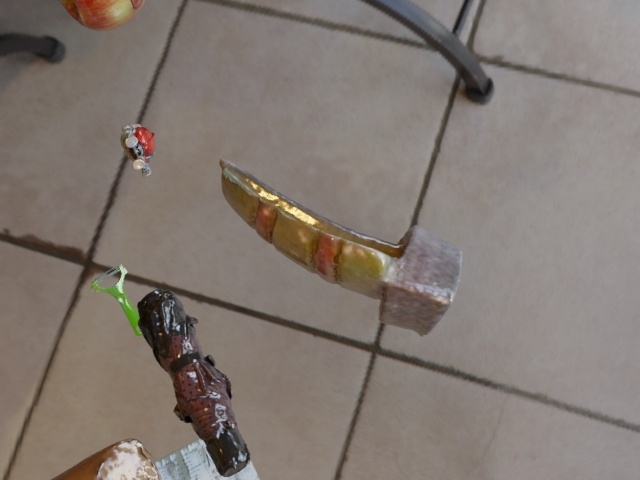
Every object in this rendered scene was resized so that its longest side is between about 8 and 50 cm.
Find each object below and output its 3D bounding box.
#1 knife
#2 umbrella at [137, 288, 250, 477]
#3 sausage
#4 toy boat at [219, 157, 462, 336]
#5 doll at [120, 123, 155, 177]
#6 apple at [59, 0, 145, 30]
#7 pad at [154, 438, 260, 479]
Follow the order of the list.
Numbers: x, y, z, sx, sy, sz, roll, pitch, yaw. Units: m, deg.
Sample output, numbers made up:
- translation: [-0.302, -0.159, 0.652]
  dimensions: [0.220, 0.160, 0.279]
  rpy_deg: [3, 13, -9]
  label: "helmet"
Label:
- translation: [-0.388, 0.129, 1.907]
  dimensions: [0.078, 0.166, 0.022]
  rpy_deg: [-30, 30, -9]
  label: "knife"
- translation: [-0.191, 0.212, 1.474]
  dimensions: [0.094, 0.090, 0.326]
  rpy_deg: [-20, 62, -25]
  label: "umbrella"
- translation: [-0.297, 0.342, 1.197]
  dimensions: [0.253, 0.123, 0.123]
  rpy_deg: [-35, 67, 38]
  label: "sausage"
- translation: [0.028, 0.013, 1.037]
  dimensions: [0.293, 0.276, 0.111]
  rpy_deg: [21, 95, -14]
  label: "toy boat"
- translation: [-0.211, -0.110, 1.119]
  dimensions: [0.057, 0.114, 0.039]
  rpy_deg: [38, 101, -16]
  label: "doll"
- translation: [-0.296, -0.359, 1.289]
  dimensions: [0.146, 0.146, 0.131]
  rpy_deg: [40, 71, 18]
  label: "apple"
- translation: [-0.231, 0.447, 1.704]
  dimensions: [0.265, 0.009, 0.159]
  rpy_deg: [-24, 83, -29]
  label: "pad"
